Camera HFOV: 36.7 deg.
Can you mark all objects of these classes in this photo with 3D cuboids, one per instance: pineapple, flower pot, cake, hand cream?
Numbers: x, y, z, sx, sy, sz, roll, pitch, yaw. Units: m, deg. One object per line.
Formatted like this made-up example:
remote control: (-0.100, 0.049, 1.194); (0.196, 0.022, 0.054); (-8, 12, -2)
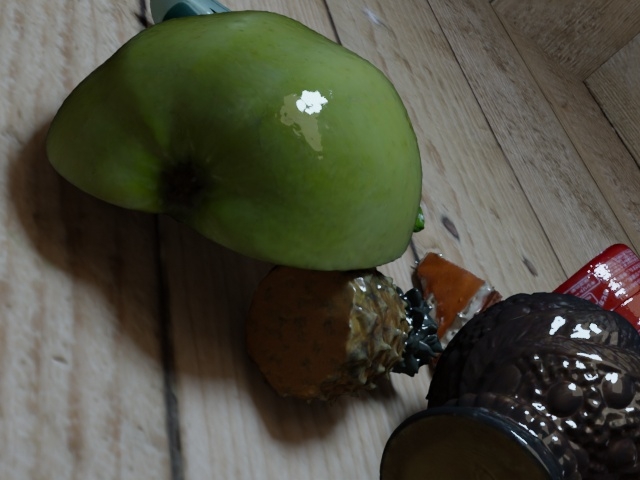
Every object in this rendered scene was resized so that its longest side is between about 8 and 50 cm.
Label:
pineapple: (0.050, 0.098, 1.017); (0.279, 0.158, 0.157); (16, 40, -55)
flower pot: (0.206, 0.210, 0.988); (0.266, 0.266, 0.267); (52, 35, 9)
cake: (0.182, 0.099, 1.309); (0.098, 0.135, 0.287); (33, 8, -18)
hand cream: (0.426, 0.122, 1.486); (0.149, 0.230, 0.230); (52, 25, 13)

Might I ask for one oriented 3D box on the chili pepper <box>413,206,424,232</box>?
chili pepper: (0.017, -0.089, 1.320); (0.359, 0.076, 0.085); (28, 12, -44)

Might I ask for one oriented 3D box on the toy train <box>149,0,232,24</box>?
toy train: (-0.070, -0.223, 1.368); (0.407, 0.086, 0.088); (28, 37, -34)

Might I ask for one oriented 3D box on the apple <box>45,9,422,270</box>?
apple: (-0.075, -0.089, 0.977); (0.311, 0.320, 0.360); (66, 16, -7)
